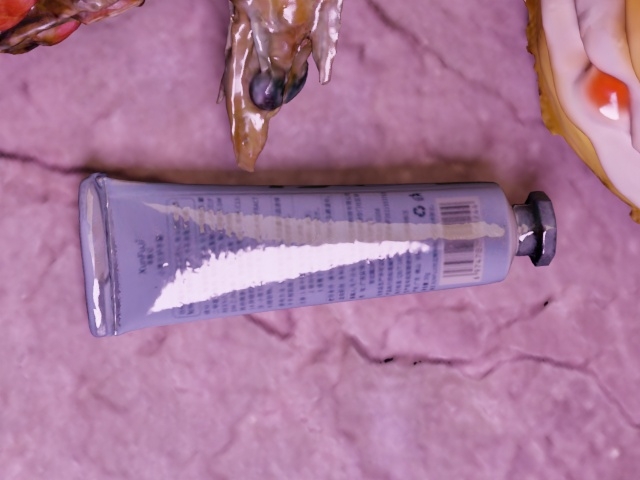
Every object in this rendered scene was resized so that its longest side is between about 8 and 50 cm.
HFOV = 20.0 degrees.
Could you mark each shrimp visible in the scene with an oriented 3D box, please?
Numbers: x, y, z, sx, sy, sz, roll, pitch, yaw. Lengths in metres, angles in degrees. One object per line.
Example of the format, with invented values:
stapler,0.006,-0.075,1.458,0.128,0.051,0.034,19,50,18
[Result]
shrimp,-0.055,-0.195,0.951,0.168,0.077,0.317,8,101,29

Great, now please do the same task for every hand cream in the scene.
hand cream,0.000,0.000,0.977,0.256,0.055,0.088,-4,100,-10

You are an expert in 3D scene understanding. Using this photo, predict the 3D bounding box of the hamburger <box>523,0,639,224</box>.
hamburger,0.262,-0.124,0.947,0.276,0.237,0.276,1,87,-15

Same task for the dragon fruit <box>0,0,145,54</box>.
dragon fruit,-0.219,-0.196,0.840,0.250,0.315,0.250,-17,112,-50
